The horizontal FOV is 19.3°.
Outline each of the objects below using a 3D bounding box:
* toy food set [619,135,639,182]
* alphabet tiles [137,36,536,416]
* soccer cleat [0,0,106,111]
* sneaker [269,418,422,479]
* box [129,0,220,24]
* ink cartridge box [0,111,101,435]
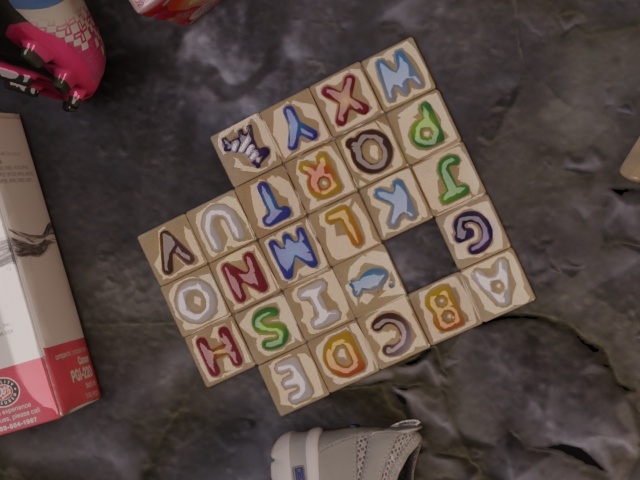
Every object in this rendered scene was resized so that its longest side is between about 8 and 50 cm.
[{"bbox_3d":[0.309,-0.039,1.209,0.218,0.071,0.128,24,74,8],"label":"toy food set"},{"bbox_3d":[0.000,0.000,1.300,0.237,0.009,0.198,-26,88,12],"label":"alphabet tiles"},{"bbox_3d":[-0.191,-0.184,1.182,0.116,0.331,0.143,17,80,10],"label":"soccer cleat"},{"bbox_3d":[0.054,0.252,1.251,0.115,0.105,0.281,-17,89,12],"label":"sneaker"},{"bbox_3d":[-0.127,-0.283,1.253,0.128,0.122,0.257,-35,85,11],"label":"box"},{"bbox_3d":[-0.264,0.033,1.315,0.158,0.092,0.218,-16,91,13],"label":"ink cartridge box"}]
